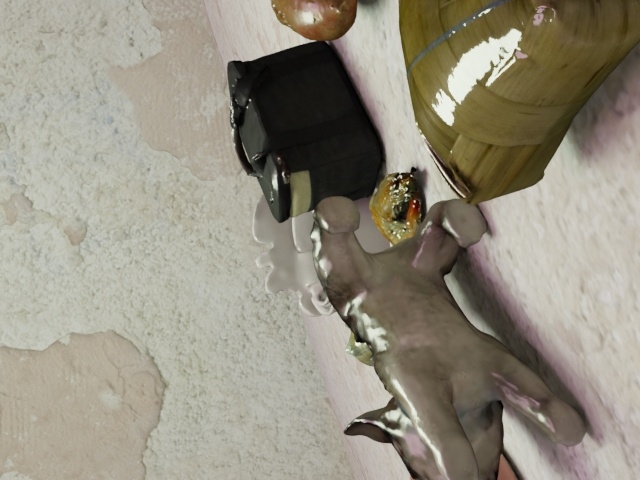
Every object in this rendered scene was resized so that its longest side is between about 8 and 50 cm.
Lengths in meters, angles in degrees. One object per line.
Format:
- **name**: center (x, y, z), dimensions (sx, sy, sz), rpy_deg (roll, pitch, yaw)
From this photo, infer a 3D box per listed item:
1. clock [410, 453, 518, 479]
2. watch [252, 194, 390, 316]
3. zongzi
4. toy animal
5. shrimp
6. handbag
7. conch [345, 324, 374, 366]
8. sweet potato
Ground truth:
- **clock**: center (0.187, 0.364, 1.042), dimensions (0.227, 0.142, 0.241), rpy_deg (82, 169, -47)
- **watch**: center (0.000, 0.000, 1.282), dimensions (0.231, 0.196, 0.244), rpy_deg (132, 123, -71)
- **zongzi**: center (0.116, -0.180, 0.539), dimensions (0.228, 0.114, 0.256), rpy_deg (107, 154, -68)
- **toy animal**: center (0.114, 0.136, 0.885), dimensions (0.303, 0.194, 0.345), rpy_deg (105, 149, -63)
- **shrimp**: center (0.107, -0.039, 1.024), dimensions (0.101, 0.042, 0.190), rpy_deg (46, 162, 17)
- **handbag**: center (-0.037, -0.156, 1.157), dimensions (0.181, 0.181, 0.255), rpy_deg (99, 153, -62)
- **conch**: center (0.120, 0.151, 1.148), dimensions (0.233, 0.114, 0.137), rpy_deg (35, 176, 6)
- **sweet potato**: center (-0.022, -0.323, 1.026), dimensions (0.385, 0.109, 0.109), rpy_deg (-117, 12, -67)
